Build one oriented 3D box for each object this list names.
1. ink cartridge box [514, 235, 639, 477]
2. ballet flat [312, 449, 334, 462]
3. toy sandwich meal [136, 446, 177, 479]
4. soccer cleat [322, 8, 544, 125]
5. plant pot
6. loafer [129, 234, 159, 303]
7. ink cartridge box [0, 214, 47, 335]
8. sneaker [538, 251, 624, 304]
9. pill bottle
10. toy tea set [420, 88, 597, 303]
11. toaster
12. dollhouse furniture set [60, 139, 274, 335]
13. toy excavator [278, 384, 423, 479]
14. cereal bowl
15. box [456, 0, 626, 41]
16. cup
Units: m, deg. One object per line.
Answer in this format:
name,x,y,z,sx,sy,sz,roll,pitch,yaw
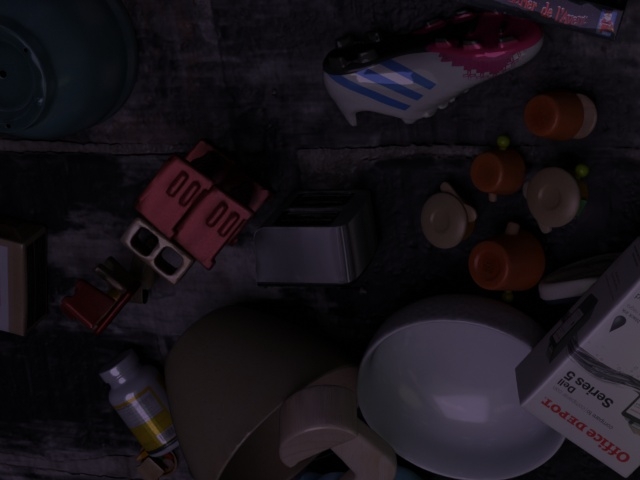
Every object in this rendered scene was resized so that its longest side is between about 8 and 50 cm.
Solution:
ink cartridge box,0.430,0.164,1.632,0.198,0.115,0.273,34,112,-9
ballet flat,-0.001,0.364,2.078,0.173,0.049,0.057,-35,101,29
toy sandwich meal,-0.310,0.417,2.222,0.086,0.029,0.085,8,117,15
soccer cleat,0.167,-0.242,1.706,0.331,0.116,0.143,-5,129,23
plant pot,-0.458,-0.280,1.839,0.293,0.196,0.293,7,116,15
loafer,-0.299,0.052,2.030,0.050,0.056,0.148,28,128,1
ink cartridge box,-0.612,0.048,2.114,0.235,0.088,0.193,12,117,12
sneaker,0.498,0.098,1.723,0.350,0.131,0.148,-5,106,19
pill bottle,-0.314,0.288,2.118,0.103,0.103,0.184,-27,103,28
toy tea set,0.309,-0.068,1.750,0.336,0.124,0.200,-50,63,34
toaster,0.000,0.000,1.833,0.186,0.168,0.110,0,114,19
dollhouse furniture set,-0.255,0.030,1.870,0.152,0.201,0.374,39,105,-2
toy excavator,0.063,0.421,1.886,0.433,0.222,0.445,21,130,-20
cereal bowl,0.231,0.212,1.858,0.339,0.141,0.339,9,128,12
box,0.290,-0.334,1.577,0.233,0.159,0.044,17,119,11
cup,-0.119,0.245,1.940,0.237,0.331,0.331,45,124,25
